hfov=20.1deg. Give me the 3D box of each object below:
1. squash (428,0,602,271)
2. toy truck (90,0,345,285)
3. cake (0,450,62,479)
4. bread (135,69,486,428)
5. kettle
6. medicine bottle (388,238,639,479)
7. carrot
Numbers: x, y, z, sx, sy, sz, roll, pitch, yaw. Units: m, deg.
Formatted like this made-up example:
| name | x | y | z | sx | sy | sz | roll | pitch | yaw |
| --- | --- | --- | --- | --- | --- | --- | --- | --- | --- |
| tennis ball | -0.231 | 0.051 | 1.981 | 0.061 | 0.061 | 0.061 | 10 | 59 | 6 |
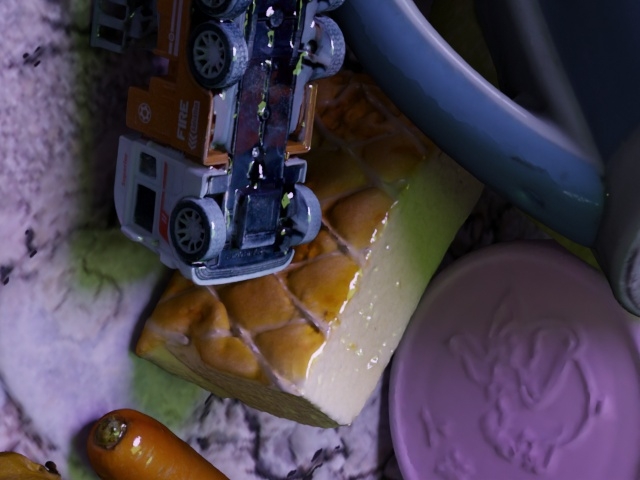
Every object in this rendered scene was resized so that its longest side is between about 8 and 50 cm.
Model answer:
| name | x | y | z | sx | sy | sz | roll | pitch | yaw |
| --- | --- | --- | --- | --- | --- | --- | --- | --- | --- |
| squash | 0.174 | -0.079 | 1.052 | 0.252 | 0.049 | 0.252 | 25 | 40 | -23 |
| toy truck | -0.057 | -0.077 | 0.871 | 0.080 | 0.115 | 0.177 | -9 | 113 | -45 |
| cake | -0.174 | 0.151 | 0.804 | 0.185 | 0.116 | 0.079 | -7 | 105 | -50 |
| bread | 0.000 | 0.001 | 0.938 | 0.068 | 0.125 | 0.188 | 48 | 65 | -41 |
| kettle | 0.156 | -0.154 | 0.892 | 0.319 | 0.342 | 0.247 | -17 | 154 | -14 |
| medicine bottle | 0.216 | 0.099 | 1.134 | 0.316 | 0.202 | 0.202 | 0 | 99 | -47 |
| carrot | -0.046 | 0.154 | 0.988 | 0.248 | 0.043 | 0.043 | 42 | 68 | -44 |
